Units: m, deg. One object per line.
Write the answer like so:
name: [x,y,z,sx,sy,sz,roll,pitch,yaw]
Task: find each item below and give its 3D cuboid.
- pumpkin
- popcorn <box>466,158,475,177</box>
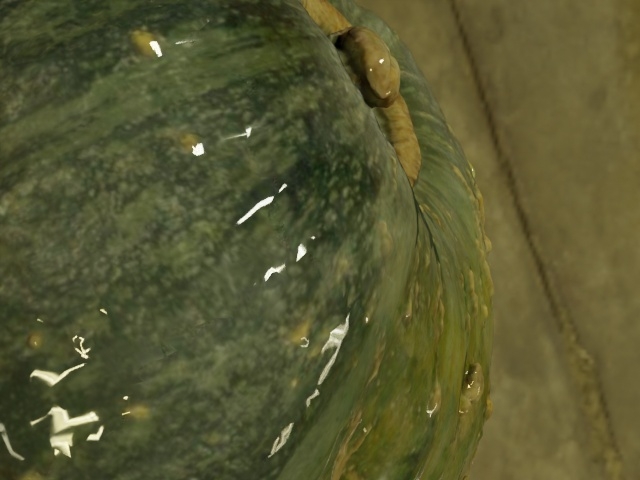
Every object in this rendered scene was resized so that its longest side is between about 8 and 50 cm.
pumpkin: [-0.064,0.022,0.544,0.327,0.257,0.291,37,26,-50]
popcorn: [0.000,0.000,0.932,0.212,0.259,0.259,-16,112,-13]
